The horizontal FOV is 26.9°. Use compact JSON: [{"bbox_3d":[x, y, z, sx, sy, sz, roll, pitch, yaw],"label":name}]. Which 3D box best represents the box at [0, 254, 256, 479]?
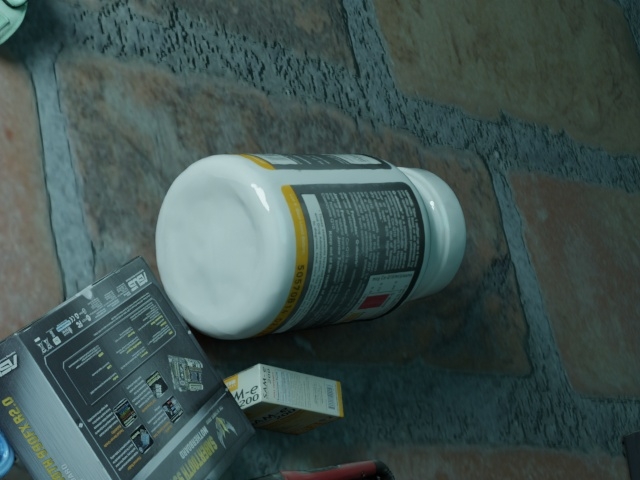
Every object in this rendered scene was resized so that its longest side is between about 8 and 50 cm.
[{"bbox_3d":[-0.150,0.125,1.020,0.183,0.056,0.231,58,20,-4],"label":"box"}]

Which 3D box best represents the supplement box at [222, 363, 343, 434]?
[{"bbox_3d":[-0.036,0.142,1.182,0.098,0.062,0.036,17,57,-39],"label":"supplement box"}]

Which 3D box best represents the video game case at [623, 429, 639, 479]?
[{"bbox_3d":[0.470,0.378,1.600,0.248,0.035,0.275,20,54,-39],"label":"video game case"}]

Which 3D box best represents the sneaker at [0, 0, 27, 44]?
[{"bbox_3d":[-0.314,-0.217,1.079,0.151,0.094,0.256,56,40,-9],"label":"sneaker"}]

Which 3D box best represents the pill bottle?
[{"bbox_3d":[0.000,0.000,1.227,0.278,0.162,0.162,-3,70,-48],"label":"pill bottle"}]

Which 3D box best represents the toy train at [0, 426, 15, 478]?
[{"bbox_3d":[-0.269,0.187,0.896,0.105,0.080,0.184,21,53,-31],"label":"toy train"}]

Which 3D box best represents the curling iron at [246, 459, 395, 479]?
[{"bbox_3d":[-0.026,0.227,1.161,0.274,0.035,0.068,7,62,-45],"label":"curling iron"}]
